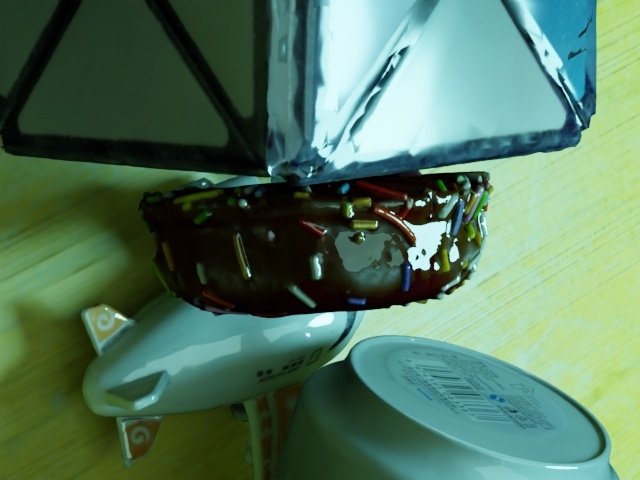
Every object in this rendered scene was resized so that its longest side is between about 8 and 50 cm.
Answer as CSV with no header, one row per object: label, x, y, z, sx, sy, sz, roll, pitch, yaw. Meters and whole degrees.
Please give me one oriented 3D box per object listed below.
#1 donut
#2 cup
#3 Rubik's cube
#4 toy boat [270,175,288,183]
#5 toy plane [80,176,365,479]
donut,0.000,0.000,1.182,0.235,0.235,0.089,-4,92,-33
cup,0.075,0.248,1.322,0.323,0.236,0.327,-25,136,-68
Rubik's cube,-0.017,-0.206,1.184,0.307,0.305,0.310,-10,102,-43
toy boat,0.015,-0.045,1.392,0.140,0.059,0.066,-21,142,-49
toy plane,-0.065,0.072,1.318,0.244,0.117,0.245,-2,93,-32
